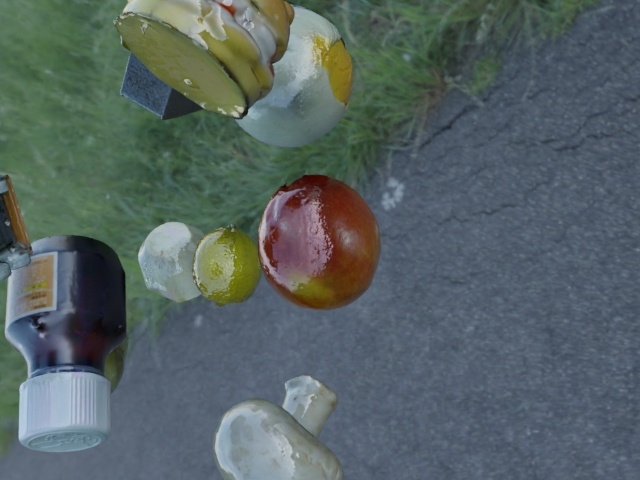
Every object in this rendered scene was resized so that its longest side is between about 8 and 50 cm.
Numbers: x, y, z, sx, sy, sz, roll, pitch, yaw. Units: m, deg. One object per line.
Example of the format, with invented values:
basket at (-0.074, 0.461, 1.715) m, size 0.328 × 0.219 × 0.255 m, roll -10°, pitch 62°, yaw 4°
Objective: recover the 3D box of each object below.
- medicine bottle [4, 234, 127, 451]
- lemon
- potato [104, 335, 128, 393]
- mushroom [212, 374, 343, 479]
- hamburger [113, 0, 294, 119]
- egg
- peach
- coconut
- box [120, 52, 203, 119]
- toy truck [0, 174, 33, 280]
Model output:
medicine bottle at (-0.507, 0.207, 1.526) m, size 0.242 × 0.243 × 0.395 m, roll -39°, pitch 46°, yaw 38°
lemon at (-0.251, 0.070, 2.087) m, size 0.192 × 0.192 × 0.231 m, roll 15°, pitch 97°, yaw 50°
potato at (-0.632, 0.320, 2.114) m, size 0.307 × 0.210 × 0.173 m, roll -117°, pitch 27°, yaw -58°
mushroom at (-0.066, 0.426, 1.619) m, size 0.298 × 0.297 × 0.290 m, roll 5°, pitch 48°, yaw 50°
hamburger at (-0.175, -0.369, 1.285) m, size 0.276 × 0.276 × 0.236 m, roll 15°, pitch 68°, yaw 50°
egg at (-0.080, -0.343, 1.709) m, size 0.337 × 0.337 × 0.201 m, roll -60°, pitch 10°, yaw 23°
peach at (0.000, 0.000, 1.527) m, size 0.238 × 0.281 × 0.280 m, roll 12°, pitch 92°, yaw 56°
coconut at (-0.420, 0.073, 2.279) m, size 0.241 × 0.241 × 0.241 m, roll -13°, pitch 73°, yaw 48°
box at (-0.363, -0.434, 1.971) m, size 0.143 × 0.273 × 0.184 m, roll 29°, pitch 118°, yaw 12°
toy truck at (-0.650, 0.018, 1.259) m, size 0.207 × 0.387 × 0.173 m, roll -9°, pitch 105°, yaw 9°
